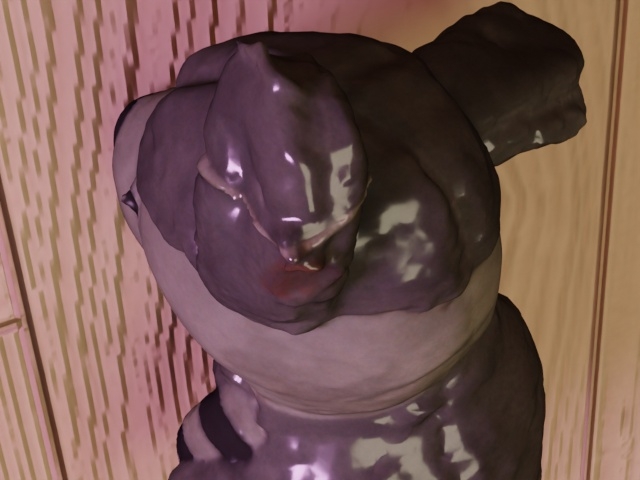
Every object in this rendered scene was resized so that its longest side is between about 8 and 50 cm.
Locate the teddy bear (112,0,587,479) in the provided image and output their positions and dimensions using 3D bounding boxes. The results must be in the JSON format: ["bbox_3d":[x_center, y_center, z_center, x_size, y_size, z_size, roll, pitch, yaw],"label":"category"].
[{"bbox_3d":[0.010,0.004,0.522,0.171,0.144,0.251,-36,139,-33],"label":"teddy bear"}]
